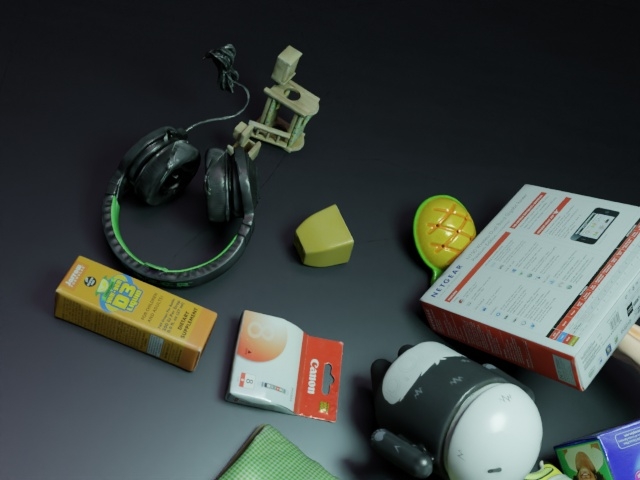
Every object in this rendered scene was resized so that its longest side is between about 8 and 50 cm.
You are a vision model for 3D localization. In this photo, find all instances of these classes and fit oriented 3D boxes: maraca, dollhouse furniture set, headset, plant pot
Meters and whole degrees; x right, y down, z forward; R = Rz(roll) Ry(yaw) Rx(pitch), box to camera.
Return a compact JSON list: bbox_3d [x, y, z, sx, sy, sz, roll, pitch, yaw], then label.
[{"bbox_3d":[0.232,0.009,1.404,0.127,0.099,0.185,-15,89,-18],"label":"maraca"},{"bbox_3d":[-0.071,0.386,1.018,0.197,0.151,0.301,37,54,7],"label":"dollhouse furniture set"},{"bbox_3d":[-0.077,-0.221,1.390,0.101,0.182,0.161,33,54,4],"label":"dollhouse furniture set"},{"bbox_3d":[-0.208,-0.121,1.261,0.243,0.185,0.394,17,70,2],"label":"headset"},{"bbox_3d":[0.000,0.000,1.340,0.083,0.081,0.081,-18,66,-16],"label":"plant pot"}]

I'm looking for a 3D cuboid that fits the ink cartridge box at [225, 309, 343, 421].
[{"bbox_3d":[-0.051,0.199,1.214,0.179,0.045,0.145,12,56,-8],"label":"ink cartridge box"}]

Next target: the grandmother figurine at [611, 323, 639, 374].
[{"bbox_3d":[0.485,0.145,1.347,0.104,0.208,0.342,-41,57,-14],"label":"grandmother figurine"}]

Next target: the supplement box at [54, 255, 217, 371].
[{"bbox_3d":[-0.282,0.112,1.171,0.233,0.080,0.078,21,52,-2],"label":"supplement box"}]

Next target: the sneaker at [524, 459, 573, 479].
[{"bbox_3d":[0.218,0.421,1.128,0.385,0.145,0.147,-1,33,-19],"label":"sneaker"}]

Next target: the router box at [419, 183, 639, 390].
[{"bbox_3d":[0.388,0.058,1.290,0.335,0.082,0.301,-43,38,-24],"label":"router box"}]

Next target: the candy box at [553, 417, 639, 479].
[{"bbox_3d":[0.549,0.434,1.192,0.268,0.122,0.317,-8,70,-25],"label":"candy box"}]

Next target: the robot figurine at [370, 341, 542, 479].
[{"bbox_3d":[0.193,0.259,1.140,0.173,0.278,0.209,40,81,-40],"label":"robot figurine"}]
